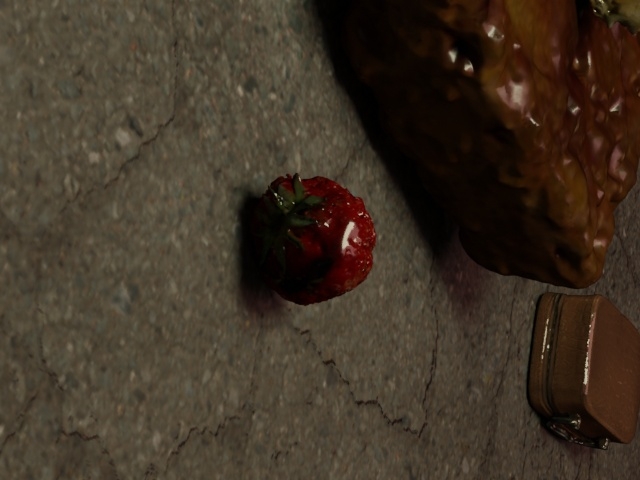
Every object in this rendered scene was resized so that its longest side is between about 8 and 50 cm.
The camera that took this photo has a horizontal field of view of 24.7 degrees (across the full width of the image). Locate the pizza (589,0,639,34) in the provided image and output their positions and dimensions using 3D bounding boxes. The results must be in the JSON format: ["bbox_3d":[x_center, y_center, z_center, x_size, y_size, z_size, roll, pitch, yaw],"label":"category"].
[{"bbox_3d":[0.228,-0.322,1.181,0.297,0.071,0.189,56,43,-40],"label":"pizza"}]

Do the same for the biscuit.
[{"bbox_3d":[0.169,-0.193,1.303,0.395,0.166,0.342,60,44,-38],"label":"biscuit"}]

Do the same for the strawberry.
[{"bbox_3d":[0.000,0.001,1.087,0.106,0.106,0.106,-1,91,-59],"label":"strawberry"}]

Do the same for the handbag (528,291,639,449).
[{"bbox_3d":[0.296,0.147,1.613,0.193,0.072,0.151,36,59,-56],"label":"handbag"}]
